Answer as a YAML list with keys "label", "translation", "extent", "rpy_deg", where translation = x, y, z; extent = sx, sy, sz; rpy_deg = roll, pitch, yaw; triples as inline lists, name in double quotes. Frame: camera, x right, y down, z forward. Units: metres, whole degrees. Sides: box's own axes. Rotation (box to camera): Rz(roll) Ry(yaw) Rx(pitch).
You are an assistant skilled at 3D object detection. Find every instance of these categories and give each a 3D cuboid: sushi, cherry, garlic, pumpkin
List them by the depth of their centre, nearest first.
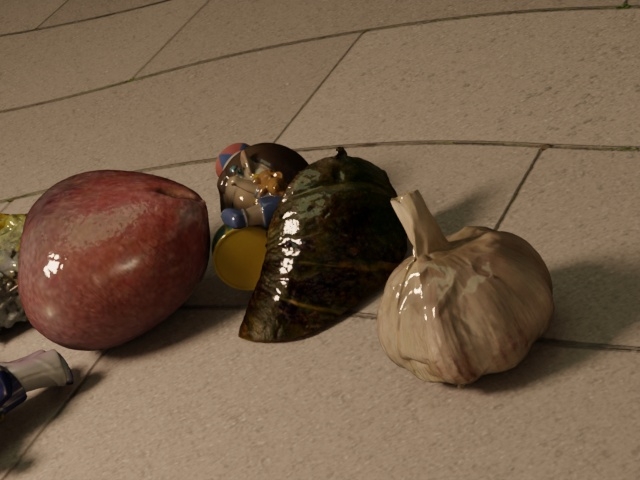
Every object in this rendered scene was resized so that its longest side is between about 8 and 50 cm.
- label: "garlic"
  translation: [0.142, 0.039, 1.679]
  extent: [0.218, 0.212, 0.218]
  rpy_deg: [-23, 23, 11]
- label: "pumpkin"
  translation: [-0.001, 0.003, 1.900]
  extent: [0.278, 0.163, 0.111]
  rpy_deg: [-33, 28, -15]
- label: "cherry"
  translation: [-0.276, 0.017, 2.017]
  extent: [0.307, 0.221, 0.261]
  rpy_deg: [-23, 37, 16]
- label: "sushi"
  translation: [-0.501, 0.050, 2.226]
  extent: [0.274, 0.139, 0.184]
  rpy_deg: [3, 35, 45]

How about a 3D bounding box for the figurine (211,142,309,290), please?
- label: "figurine"
  translation: [-0.078, -0.047, 2.065]
  extent: [0.158, 0.161, 0.275]
  rpy_deg: [-33, 21, 12]

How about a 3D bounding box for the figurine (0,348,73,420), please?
- label: "figurine"
  translation: [-0.447, 0.216, 1.909]
  extent: [0.274, 0.133, 0.194]
  rpy_deg: [-25, 13, -7]
